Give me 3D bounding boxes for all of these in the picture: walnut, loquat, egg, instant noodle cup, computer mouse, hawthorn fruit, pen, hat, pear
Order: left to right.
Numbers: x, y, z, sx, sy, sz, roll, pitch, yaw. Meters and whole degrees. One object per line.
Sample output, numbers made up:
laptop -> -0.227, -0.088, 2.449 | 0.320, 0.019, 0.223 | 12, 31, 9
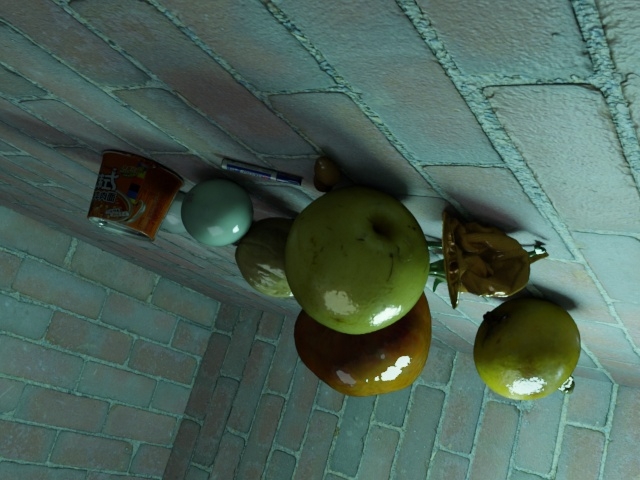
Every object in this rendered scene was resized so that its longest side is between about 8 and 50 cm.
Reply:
instant noodle cup -> -0.538, -0.118, 1.907 | 0.251, 0.192, 0.250 | 15, 166, 4
computer mouse -> -0.497, -0.084, 2.153 | 0.297, 0.121, 0.184 | 2, 161, 43
egg -> -0.284, -0.076, 1.799 | 0.183, 0.182, 0.264 | 24, 170, -28
pen -> -0.143, -0.164, 1.616 | 0.204, 0.025, 0.025 | 15, 166, 9
walnut -> -0.107, 0.048, 1.856 | 0.261, 0.224, 0.225 | 17, 167, -20
pear -> 0.083, 0.043, 1.519 | 0.349, 0.348, 0.348 | 16, 166, 4
hawthorn fruit -> 0.148, 0.280, 2.144 | 0.472, 0.471, 0.472 | 16, 166, 4
hat -> 0.411, 0.036, 1.544 | 0.233, 0.244, 0.233 | -6, -171, 3
loquat -> 0.647, 0.342, 2.038 | 0.359, 0.328, 0.328 | 40, 162, -7

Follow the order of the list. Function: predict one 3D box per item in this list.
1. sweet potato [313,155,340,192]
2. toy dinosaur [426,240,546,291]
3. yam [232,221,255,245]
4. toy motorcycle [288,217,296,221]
sweet potato -> 0.014, -0.142, 1.457 | 0.058, 0.055, 0.202 | 52, 173, 10
toy dinosaur -> 0.417, 0.071, 1.785 | 0.301, 0.087, 0.447 | 4, 161, 11
yam -> -0.259, -0.025, 2.189 | 0.079, 0.079, 0.141 | 21, 166, -18
toy motorcycle -> 0.000, 0.001, 1.978 | 0.130, 0.094, 0.229 | -4, 143, 44
